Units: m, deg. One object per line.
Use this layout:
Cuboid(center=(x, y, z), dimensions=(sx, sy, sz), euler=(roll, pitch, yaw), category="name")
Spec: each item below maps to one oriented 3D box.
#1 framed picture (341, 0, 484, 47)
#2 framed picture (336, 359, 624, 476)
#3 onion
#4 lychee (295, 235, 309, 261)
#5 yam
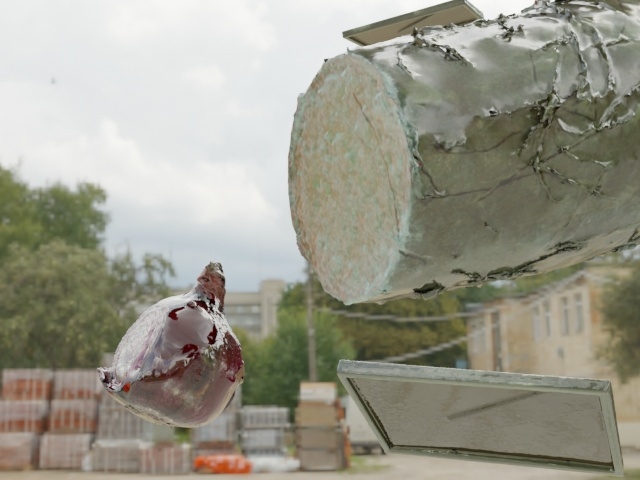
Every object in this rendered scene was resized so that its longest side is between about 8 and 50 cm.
Cuboid(center=(0.152, -0.347, 1.558), dimensions=(0.203, 0.015, 0.150), euler=(-11, -2, 22), category="framed picture")
Cuboid(center=(0.202, 0.222, 1.193), dimensions=(0.324, 0.020, 0.240), euler=(0, -36, 23), category="framed picture")
Cuboid(center=(-0.145, 0.126, 1.118), dimensions=(0.135, 0.198, 0.173), euler=(42, -16, -26), category="onion")
Cuboid(center=(0.000, 0.000, 1.357), dimensions=(0.067, 0.068, 0.083), euler=(43, -7, -17), category="lychee")
Cuboid(center=(0.154, -0.077, 0.809), dimensions=(0.348, 0.241, 0.241), euler=(-14, -3, -27), category="yam")
